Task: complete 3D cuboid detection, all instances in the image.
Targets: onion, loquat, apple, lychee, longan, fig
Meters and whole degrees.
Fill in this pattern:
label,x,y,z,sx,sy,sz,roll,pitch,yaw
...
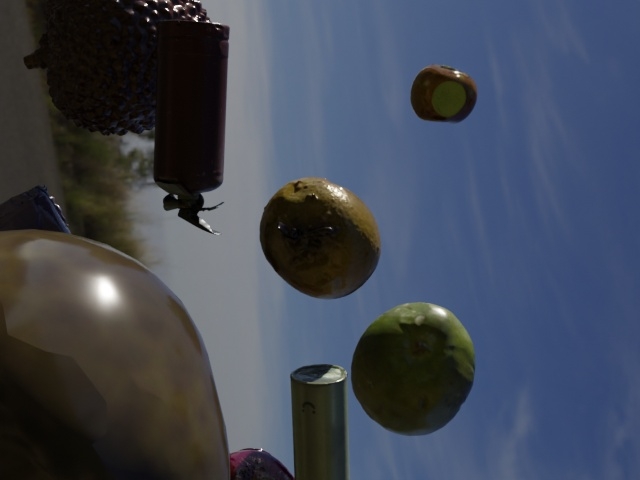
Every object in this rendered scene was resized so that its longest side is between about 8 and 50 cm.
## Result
label,x,y,z,sx,sy,sz,roll,pitch,yaw
onion,-0.120,0.391,1.472,0.198,0.173,0.135,-36,-143,48
loquat,0.000,0.000,1.326,0.172,0.149,0.204,40,-8,14
apple,0.212,-0.250,1.687,0.099,0.114,0.102,-110,-146,-68
lychee,-0.315,-0.302,1.542,0.276,0.305,0.275,172,-90,-82
longan,-0.265,0.166,0.933,0.336,0.404,0.404,-52,-161,5
fig,0.180,0.266,1.799,0.233,0.233,0.314,-110,-179,-49

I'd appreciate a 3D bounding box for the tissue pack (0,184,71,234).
label,x,y,z,sx,sy,sz,roll,pitch,yaw
tissue pack,-0.445,0.119,1.524,0.343,0.242,0.125,57,-11,6

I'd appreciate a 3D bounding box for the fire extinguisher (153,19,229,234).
label,x,y,z,sx,sy,sz,roll,pitch,yaw
fire extinguisher,-0.165,-0.145,1.262,0.105,0.105,0.268,-144,-123,-76

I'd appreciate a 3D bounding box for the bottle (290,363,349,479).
label,x,y,z,sx,sy,sz,roll,pitch,yaw
bottle,0.001,0.262,1.229,0.072,0.072,0.201,-135,-138,-73
